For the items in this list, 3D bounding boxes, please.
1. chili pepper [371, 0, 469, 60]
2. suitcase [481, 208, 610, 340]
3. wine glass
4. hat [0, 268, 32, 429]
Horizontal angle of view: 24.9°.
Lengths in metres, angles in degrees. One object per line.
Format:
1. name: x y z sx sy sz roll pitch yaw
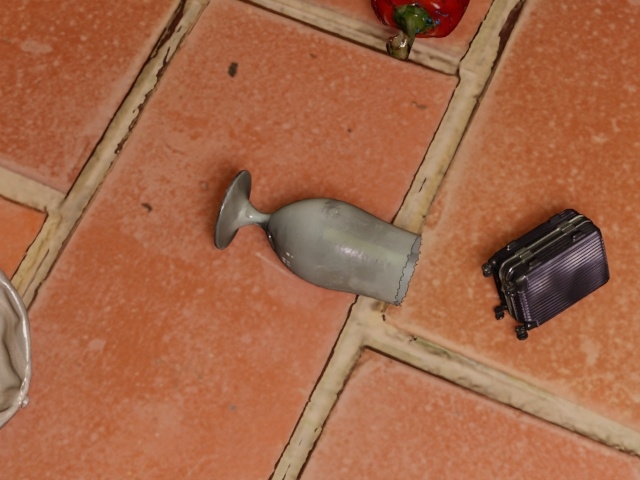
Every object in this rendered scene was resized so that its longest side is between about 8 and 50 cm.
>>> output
1. chili pepper: 0.134 -0.335 1.635 0.110 0.110 0.387 15 60 9
2. suitcase: 0.230 0.031 1.456 0.126 0.086 0.059 -31 41 -13
3. wine glass: 0.000 0.000 1.478 0.202 0.093 0.093 19 66 14
4. hat: -0.410 0.116 1.449 0.226 0.164 0.219 2 56 48
